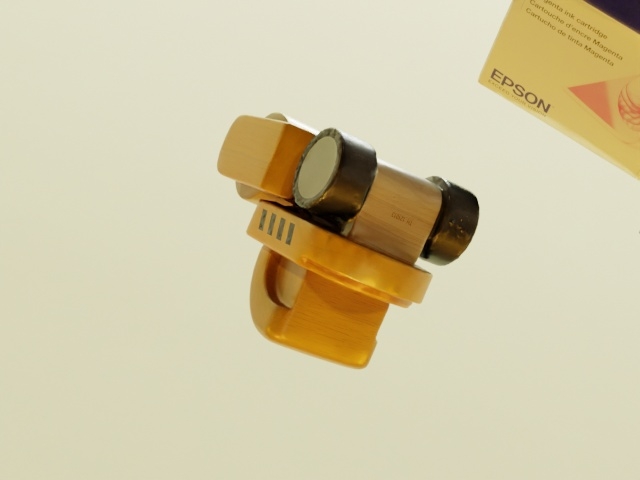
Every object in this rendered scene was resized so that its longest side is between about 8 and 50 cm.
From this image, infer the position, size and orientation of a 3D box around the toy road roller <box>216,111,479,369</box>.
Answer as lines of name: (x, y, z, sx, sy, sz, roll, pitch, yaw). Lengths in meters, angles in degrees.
toy road roller: (0.000, 0.000, 1.417, 0.203, 0.240, 0.329, 23, -178, -29)

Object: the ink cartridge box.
ink cartridge box: (0.391, -0.237, 1.586, 0.324, 0.330, 0.071, 34, -120, 11)
